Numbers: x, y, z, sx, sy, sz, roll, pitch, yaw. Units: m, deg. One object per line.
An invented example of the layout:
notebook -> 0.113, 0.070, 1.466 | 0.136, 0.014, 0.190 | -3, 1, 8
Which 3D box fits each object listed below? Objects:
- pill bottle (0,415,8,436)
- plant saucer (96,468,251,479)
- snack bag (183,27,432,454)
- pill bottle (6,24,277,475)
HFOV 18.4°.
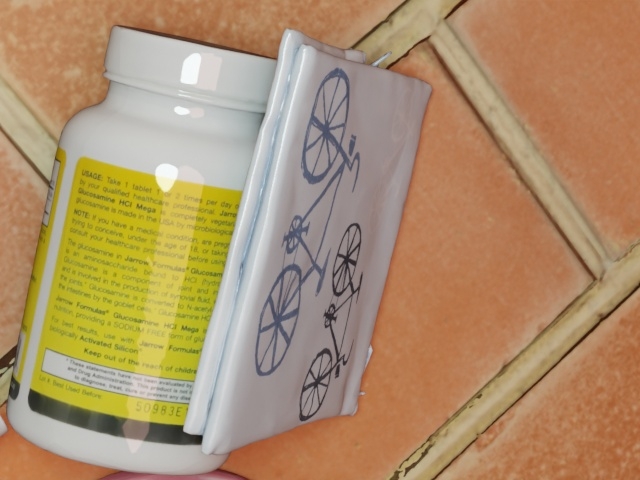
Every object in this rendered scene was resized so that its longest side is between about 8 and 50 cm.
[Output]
pill bottle -> -0.359, 0.177, 1.558 | 0.215, 0.117, 0.117 | -34, 111, -12
plant saucer -> -0.130, 0.361, 1.704 | 0.332, 0.084, 0.332 | -4, 101, -21
snack bag -> 0.000, 0.000, 1.596 | 0.037, 0.342, 0.323 | 15, 96, 19
pill bottle -> -0.130, 0.005, 1.575 | 0.188, 0.188, 0.334 | 10, 97, -23
